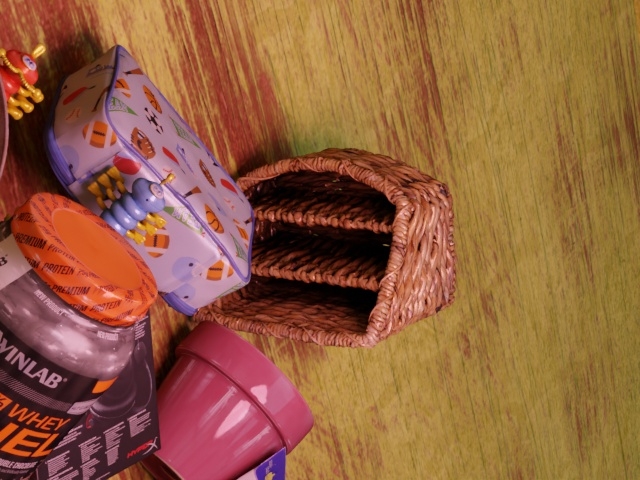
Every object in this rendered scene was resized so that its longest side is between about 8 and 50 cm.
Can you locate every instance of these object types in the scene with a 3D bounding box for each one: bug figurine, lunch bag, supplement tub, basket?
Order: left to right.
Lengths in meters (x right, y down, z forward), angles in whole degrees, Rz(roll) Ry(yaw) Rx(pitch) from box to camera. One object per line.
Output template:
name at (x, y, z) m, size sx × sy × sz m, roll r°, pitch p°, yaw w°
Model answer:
supplement tub at (-0.331, 0.126, 1.808) m, size 0.338 × 0.207 × 0.207 m, roll -49°, pitch 149°, yaw 16°
bug figurine at (-0.303, -0.067, 1.883) m, size 0.279 × 0.216 × 0.072 m, roll 45°, pitch 14°, yaw -15°
lunch bag at (-0.190, -0.068, 2.061) m, size 0.303 × 0.115 × 0.243 m, roll 53°, pitch 15°, yaw -25°
basket at (0.000, 0.000, 2.305) m, size 0.223 × 0.299 × 0.213 m, roll -23°, pitch 115°, yaw -52°

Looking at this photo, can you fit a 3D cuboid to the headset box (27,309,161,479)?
headset box at (-0.301, 0.137, 2.064) m, size 0.218 × 0.110 × 0.293 m, roll -26°, pitch 119°, yaw -51°

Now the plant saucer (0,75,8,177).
plant saucer at (-0.448, -0.117, 1.725) m, size 0.311 × 0.050 × 0.310 m, roll 1°, pitch 89°, yaw -42°

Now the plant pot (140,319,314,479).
plant pot at (-0.140, 0.233, 2.270) m, size 0.180 × 0.201 × 0.201 m, roll -46°, pitch 135°, yaw -20°

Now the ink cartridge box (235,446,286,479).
ink cartridge box at (-0.121, 0.357, 2.275) m, size 0.208 × 0.045 × 0.206 m, roll -33°, pitch 164°, yaw -11°
